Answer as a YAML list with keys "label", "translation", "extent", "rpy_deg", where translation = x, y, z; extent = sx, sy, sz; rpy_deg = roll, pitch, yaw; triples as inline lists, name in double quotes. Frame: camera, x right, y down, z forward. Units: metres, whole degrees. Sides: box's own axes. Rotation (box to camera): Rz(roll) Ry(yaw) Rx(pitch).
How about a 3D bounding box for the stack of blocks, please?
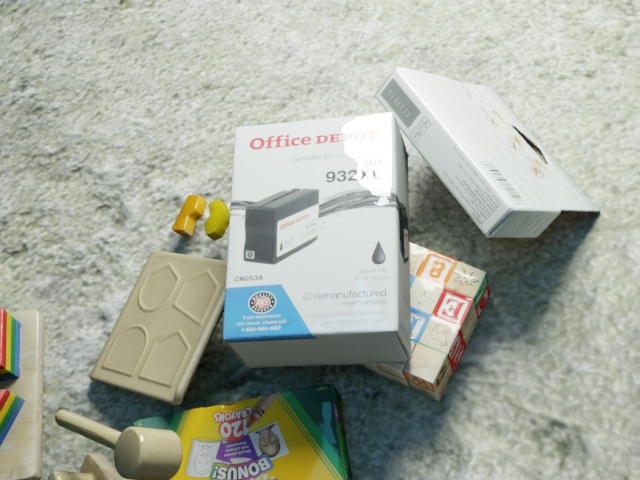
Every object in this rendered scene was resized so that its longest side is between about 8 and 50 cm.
- label: "stack of blocks"
  translation: [0.062, 0.079, 1.439]
  extent: [0.297, 0.087, 0.171]
  rpy_deg: [22, 73, 21]

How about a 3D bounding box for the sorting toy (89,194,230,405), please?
- label: "sorting toy"
  translation: [-0.195, 0.078, 1.480]
  extent: [0.229, 0.041, 0.307]
  rpy_deg: [4, 64, 47]

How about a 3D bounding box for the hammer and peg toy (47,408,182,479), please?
- label: "hammer and peg toy"
  translation: [-0.250, 0.370, 1.254]
  extent: [0.266, 0.127, 0.361]
  rpy_deg: [26, 100, 54]

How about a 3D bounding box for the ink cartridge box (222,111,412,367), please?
- label: "ink cartridge box"
  translation: [0.000, 0.000, 1.366]
  extent: [0.223, 0.129, 0.307]
  rpy_deg: [-4, 65, 12]

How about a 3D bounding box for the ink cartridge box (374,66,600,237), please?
- label: "ink cartridge box"
  translation: [0.233, -0.120, 1.448]
  extent: [0.060, 0.239, 0.275]
  rpy_deg: [-50, 60, 28]

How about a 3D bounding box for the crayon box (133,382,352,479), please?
- label: "crayon box"
  translation: [-0.100, 0.302, 1.379]
  extent: [0.279, 0.081, 0.165]
  rpy_deg: [-12, 64, 7]

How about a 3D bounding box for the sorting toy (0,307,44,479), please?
- label: "sorting toy"
  translation: [-0.539, 0.229, 1.506]
  extent: [0.257, 0.089, 0.255]
  rpy_deg: [-10, 65, 8]
